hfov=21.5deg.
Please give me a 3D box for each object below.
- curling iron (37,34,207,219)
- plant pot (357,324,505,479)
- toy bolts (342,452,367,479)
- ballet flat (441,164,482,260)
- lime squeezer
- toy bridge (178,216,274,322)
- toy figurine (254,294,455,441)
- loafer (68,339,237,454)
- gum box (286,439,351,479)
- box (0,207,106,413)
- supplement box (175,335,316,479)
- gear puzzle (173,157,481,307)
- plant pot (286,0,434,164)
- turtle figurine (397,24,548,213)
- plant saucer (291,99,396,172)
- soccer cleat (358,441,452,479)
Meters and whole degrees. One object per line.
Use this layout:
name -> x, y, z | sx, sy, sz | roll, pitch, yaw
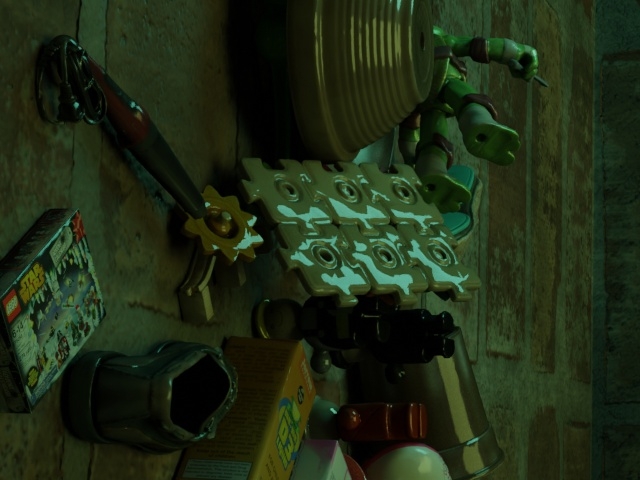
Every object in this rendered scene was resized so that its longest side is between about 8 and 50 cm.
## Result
curling iron -> -0.154, -0.079, 1.342 | 0.274, 0.035, 0.068 | 50, 47, -61
plant pot -> 0.116, 0.190, 1.960 | 0.167, 0.167, 0.165 | -36, 115, -67
toy bolts -> 0.002, 0.351, 1.652 | 0.158, 0.218, 0.228 | 87, -19, -50
ballet flat -> 0.151, -0.002, 2.141 | 0.316, 0.108, 0.106 | -46, 139, -63
lime squeezer -> -0.052, -0.197, 1.614 | 0.310, 0.059, 0.110 | 67, 28, -50
toy bridge -> -0.088, 0.013, 1.547 | 0.188, 0.026, 0.063 | -49, 133, -63
toy figurine -> 0.032, 0.094, 1.734 | 0.213, 0.148, 0.209 | -66, 144, -47
loafer -> -0.113, 0.130, 1.378 | 0.267, 0.084, 0.096 | 7, 83, -71
gum box -> -0.045, 0.264, 1.537 | 0.188, 0.107, 0.062 | -72, 154, -43
box -> -0.201, 0.048, 1.210 | 0.137, 0.027, 0.094 | -60, 143, -56
supplement box -> -0.071, 0.193, 1.513 | 0.233, 0.080, 0.078 | -74, 157, -45
gear puzzle -> 0.000, 0.000, 1.569 | 0.339, 0.044, 0.175 | 0, 51, -45
plant pot -> 0.049, -0.193, 1.660 | 0.237, 0.110, 0.237 | 1, 90, -76
turtle figurine -> 0.186, -0.143, 2.043 | 0.266, 0.198, 0.274 | -94, 166, -52
plant saucer -> 0.021, -0.184, 1.840 | 0.310, 0.050, 0.310 | 0, 90, -71
soccer cleat -> 0.092, 0.350, 1.777 | 0.331, 0.116, 0.143 | 95, -20, -45
